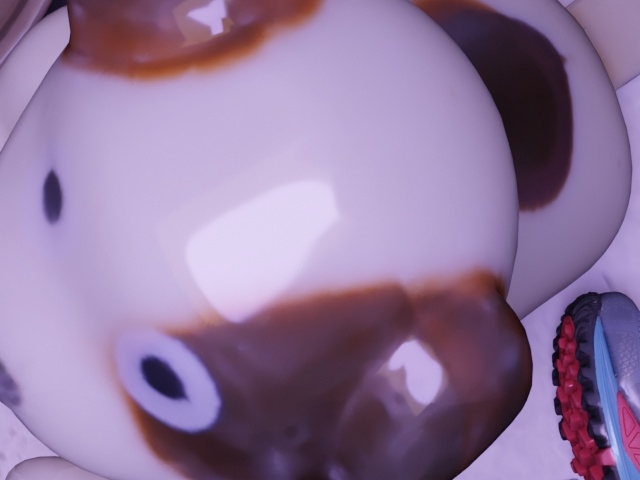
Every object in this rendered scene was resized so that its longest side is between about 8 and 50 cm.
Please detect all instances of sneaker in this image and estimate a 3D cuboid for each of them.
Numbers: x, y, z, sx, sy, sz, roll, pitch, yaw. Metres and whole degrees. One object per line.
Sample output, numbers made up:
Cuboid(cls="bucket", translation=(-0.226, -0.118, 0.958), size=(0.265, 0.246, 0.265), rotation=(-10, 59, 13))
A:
Cuboid(cls="sneaker", translation=(0.207, 0.135, 0.954), size=(0.125, 0.104, 0.261), rotation=(-26, 93, -5))

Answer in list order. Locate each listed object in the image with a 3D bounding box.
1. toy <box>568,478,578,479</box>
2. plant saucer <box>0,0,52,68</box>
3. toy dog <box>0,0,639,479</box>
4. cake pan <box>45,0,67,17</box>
Cuboid(cls="toy", translation=(0.042, 0.210, 0.945), size=(0.237, 0.056, 0.136), rotation=(-13, 80, -9))
Cuboid(cls="plant saucer", translation=(-0.251, -0.175, 0.963), size=(0.278, 0.041, 0.277), rotation=(-1, 84, 8))
Cuboid(cls="toy dog", translation=(0.000, 0.000, 0.813), size=(0.395, 0.408, 0.284), rotation=(-19, 90, 12))
Cuboid(cls="cake pan", translation=(-0.192, -0.236, 1.017), size=(0.293, 0.054, 0.293), rotation=(1, 94, 12))
